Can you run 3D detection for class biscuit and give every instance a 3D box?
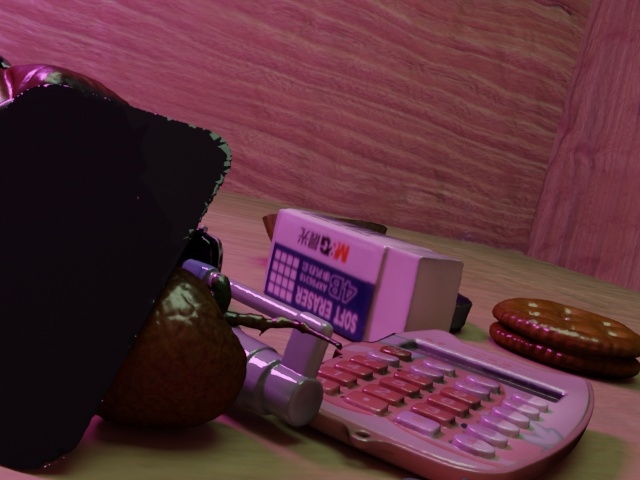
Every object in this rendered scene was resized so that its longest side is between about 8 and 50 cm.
[{"bbox_3d":[0.348,0.137,1.112,0.221,0.066,0.220,11,8,-2],"label":"biscuit"}]

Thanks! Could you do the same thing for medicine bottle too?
[{"bbox_3d":[-0.085,0.069,0.601,0.221,0.092,0.061,19,-3,39],"label":"medicine bottle"}]

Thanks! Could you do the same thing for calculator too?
[{"bbox_3d":[0.105,0.136,0.662,0.220,0.048,0.330,18,10,30],"label":"calculator"}]

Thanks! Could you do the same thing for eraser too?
[{"bbox_3d":[0.040,0.046,0.960,0.081,0.124,0.279,8,7,-38],"label":"eraser"}]

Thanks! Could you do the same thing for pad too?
[{"bbox_3d":[-0.244,-0.005,0.515,0.323,0.250,0.055,7,-35,25],"label":"pad"}]

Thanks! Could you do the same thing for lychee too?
[{"bbox_3d":[-0.087,0.072,0.512,0.140,0.101,0.114,-14,57,-41],"label":"lychee"}]

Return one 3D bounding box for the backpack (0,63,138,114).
[{"bbox_3d":[-0.238,-0.039,0.701,0.139,0.229,0.229,15,5,34],"label":"backpack"}]

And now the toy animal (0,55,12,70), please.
[{"bbox_3d":[-0.416,-0.136,1.252,0.344,0.194,0.302,23,15,-31],"label":"toy animal"}]

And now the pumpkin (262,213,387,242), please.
[{"bbox_3d":[0.003,0.017,1.348,0.218,0.110,0.217,3,-1,0],"label":"pumpkin"}]

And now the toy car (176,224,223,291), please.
[{"bbox_3d":[-0.187,0.016,0.915,0.210,0.089,0.108,13,-1,30],"label":"toy car"}]

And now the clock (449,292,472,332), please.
[{"bbox_3d":[0.109,0.084,1.160,0.226,0.049,0.226,12,6,-1],"label":"clock"}]

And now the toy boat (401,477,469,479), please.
[{"bbox_3d":[0.046,0.130,0.198,0.122,0.114,0.296,25,10,23],"label":"toy boat"}]
